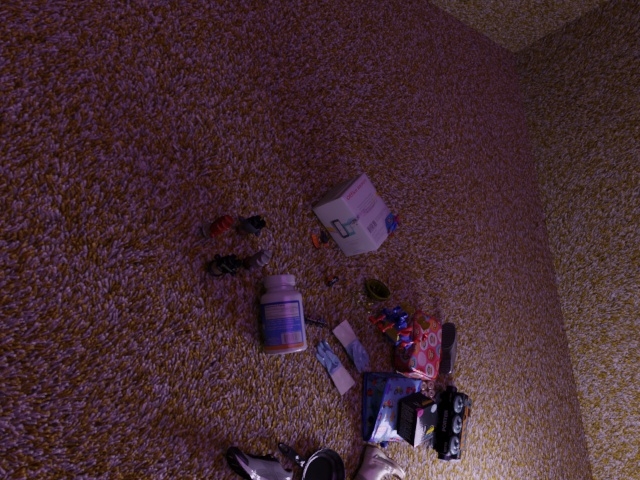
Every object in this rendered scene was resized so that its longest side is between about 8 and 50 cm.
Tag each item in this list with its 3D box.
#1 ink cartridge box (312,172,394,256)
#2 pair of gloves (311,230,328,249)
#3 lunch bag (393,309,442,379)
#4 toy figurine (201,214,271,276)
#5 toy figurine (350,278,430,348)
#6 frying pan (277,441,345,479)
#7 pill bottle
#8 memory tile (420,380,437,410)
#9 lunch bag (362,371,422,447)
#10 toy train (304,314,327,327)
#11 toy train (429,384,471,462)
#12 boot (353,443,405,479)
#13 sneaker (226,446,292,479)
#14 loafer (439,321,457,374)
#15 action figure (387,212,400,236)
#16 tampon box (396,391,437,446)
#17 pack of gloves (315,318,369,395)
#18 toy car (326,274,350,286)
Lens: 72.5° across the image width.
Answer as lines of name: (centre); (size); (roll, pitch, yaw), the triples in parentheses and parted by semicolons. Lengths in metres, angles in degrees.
ink cartridge box: (0.147, -0.107, 1.857); (0.270, 0.197, 0.198); (54, 52, -15)
pair of gloves: (0.000, 0.000, 1.835); (0.083, 0.010, 0.074); (-17, 89, -41)
lunch bag: (0.466, 0.485, 2.005); (0.258, 0.120, 0.293); (29, 61, -30)
toy figurine: (-0.292, 0.016, 1.521); (0.210, 0.148, 0.212); (-7, 81, -45)
toy figurine: (0.286, 0.365, 1.895); (0.191, 0.217, 0.362); (-27, 52, -26)
frying pan: (-0.044, 0.838, 1.553); (0.326, 0.053, 0.197); (23, 65, -30)
pill bottle: (-0.136, 0.262, 1.566); (0.152, 0.152, 0.271); (1, 77, -38)
memory tile: (0.475, 0.720, 1.994); (0.113, 0.012, 0.147); (0, 77, -16)
lunch bag: (0.288, 0.709, 1.814); (0.221, 0.138, 0.293); (16, 78, -37)
toy train: (-0.037, 0.312, 1.714); (0.158, 0.027, 0.036); (22, 55, -32)
toy train: (0.610, 0.850, 2.020); (0.190, 0.142, 0.333); (34, 59, -38)
boot: (0.232, 0.937, 1.729); (0.213, 0.077, 0.165); (44, 55, -15)
sneaker: (-0.198, 0.739, 1.428); (0.271, 0.100, 0.108); (47, 54, -24)
loafer: (0.625, 0.530, 2.152); (0.087, 0.094, 0.251); (30, 68, -57)
action figure: (0.314, -0.071, 1.838); (0.038, 0.030, 0.115); (39, 56, -22)
tampon box: (0.388, 0.720, 1.766); (0.121, 0.101, 0.160); (-7, 106, -36)
pack of gloves: (0.085, 0.469, 1.771); (0.195, 0.046, 0.232); (-35, 98, -27)
toy car: (0.068, 0.173, 1.839); (0.122, 0.060, 0.040); (28, 17, -48)
